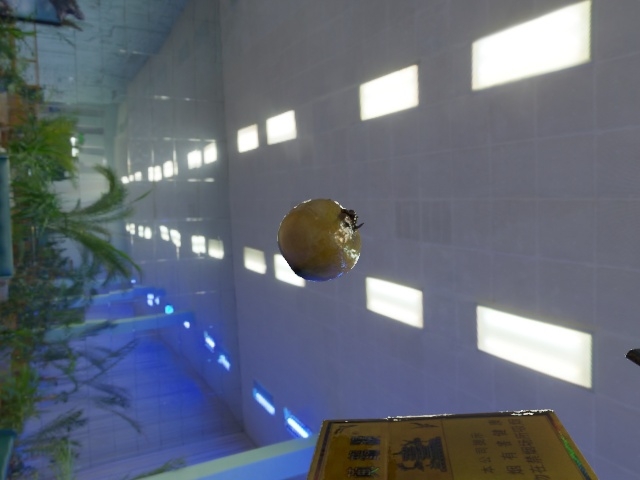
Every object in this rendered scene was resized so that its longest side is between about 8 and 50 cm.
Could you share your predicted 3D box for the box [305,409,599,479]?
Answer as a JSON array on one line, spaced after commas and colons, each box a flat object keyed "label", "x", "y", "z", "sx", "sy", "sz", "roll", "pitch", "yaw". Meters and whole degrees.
[{"label": "box", "x": 0.138, "y": 0.278, "z": 0.555, "sx": 0.193, "sy": 0.301, "sz": 0.084, "roll": -40, "pitch": 123, "yaw": -79}]

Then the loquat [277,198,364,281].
[{"label": "loquat", "x": 0.000, "y": 0.000, "z": 0.853, "sx": 0.137, "sy": 0.163, "sz": 0.163, "roll": -76, "pitch": -173, "yaw": -48}]

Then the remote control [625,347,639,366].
[{"label": "remote control", "x": 0.586, "y": 0.232, "z": 0.745, "sx": 0.245, "sy": 0.063, "sz": 0.025, "roll": -134, "pitch": -134, "yaw": -65}]
